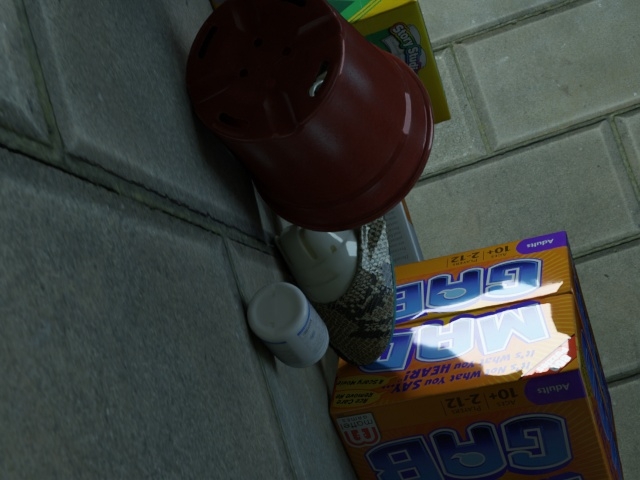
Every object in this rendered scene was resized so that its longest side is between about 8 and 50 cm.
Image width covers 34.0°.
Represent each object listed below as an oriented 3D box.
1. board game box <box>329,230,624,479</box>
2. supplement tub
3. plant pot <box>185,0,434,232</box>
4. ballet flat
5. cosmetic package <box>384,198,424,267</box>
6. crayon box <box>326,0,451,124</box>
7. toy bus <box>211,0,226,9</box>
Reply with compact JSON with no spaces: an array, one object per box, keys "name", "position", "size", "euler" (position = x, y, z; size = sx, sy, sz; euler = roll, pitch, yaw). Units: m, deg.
[{"name":"board game box","position":[0.258,0.255,1.641],"size":[0.356,0.356,0.356],"euler":[-75,148,-57]},{"name":"supplement tub","position":[-0.036,0.097,1.188],"size":[0.107,0.071,0.071],"euler":[61,13,-61]},{"name":"plant pot","position":[-0.021,-0.175,1.318],"size":[0.265,0.272,0.272],"euler":[36,35,-65]},{"name":"ballet flat","position":[0.010,-0.064,1.523],"size":[0.182,0.164,0.482],"euler":[16,70,-50]},{"name":"cosmetic package","position":[0.150,0.071,2.297],"size":[0.230,0.161,0.453],"euler":[33,40,-78]},{"name":"crayon box","position":[0.064,-0.326,2.022],"size":[0.363,0.313,0.106],"euler":[61,13,-57]},{"name":"toy bus","position":[-0.131,-0.476,1.744],"size":[0.332,0.108,0.130],"euler":[-92,162,-66]}]
